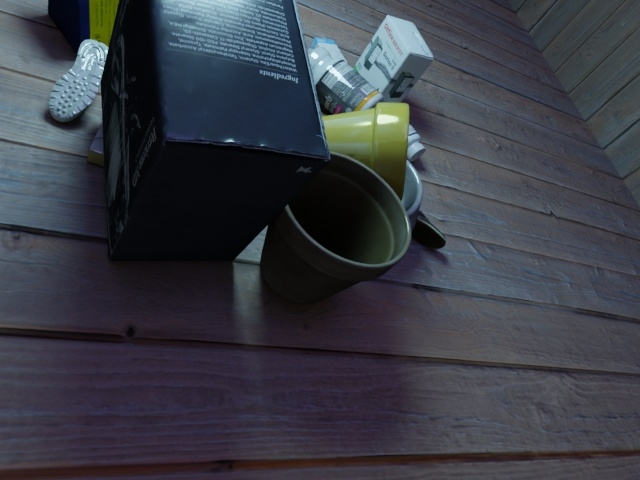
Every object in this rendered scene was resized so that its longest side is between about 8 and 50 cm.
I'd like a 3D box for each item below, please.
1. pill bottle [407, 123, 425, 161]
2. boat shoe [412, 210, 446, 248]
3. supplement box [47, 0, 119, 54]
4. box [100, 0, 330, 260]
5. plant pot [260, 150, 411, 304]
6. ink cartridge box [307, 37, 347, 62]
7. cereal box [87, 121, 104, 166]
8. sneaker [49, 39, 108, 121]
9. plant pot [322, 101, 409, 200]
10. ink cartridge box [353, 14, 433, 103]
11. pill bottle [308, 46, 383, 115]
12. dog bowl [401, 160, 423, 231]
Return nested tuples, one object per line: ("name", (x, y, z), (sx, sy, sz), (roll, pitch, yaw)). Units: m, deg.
("pill bottle", (0.295, -0.365, 1.812), (0.094, 0.094, 0.169), (-19, 67, -42))
("boat shoe", (0.295, -0.060, 1.573), (0.224, 0.080, 0.073), (32, 49, -1))
("supplement box", (-0.533, -0.666, 1.406), (0.357, 0.194, 0.195), (-27, 73, -35))
("box", (-0.251, -0.256, 1.029), (0.298, 0.480, 0.471), (0, 67, -32))
("plant pot", (0.000, 0.000, 1.185), (0.323, 0.280, 0.323), (17, 48, -20))
("ink cartridge box", (0.023, -0.656, 1.873), (0.090, 0.092, 0.143), (-7, 59, -36))
("cereal box", (-0.452, -0.259, 1.266), (0.173, 0.047, 0.240), (19, 47, -21))
("sneaker", (-0.586, -0.378, 1.257), (0.090, 0.095, 0.235), (27, 64, -18))
("plant pot", (0.099, -0.229, 1.321), (0.239, 0.254, 0.254), (3, 48, 6))
("ink cartridge box", (0.244, -0.624, 1.849), (0.122, 0.289, 0.211), (0, 55, -34))
("pill bottle", (0.066, -0.515, 1.738), (0.278, 0.162, 0.162), (43, 44, 6))
("dog bowl", (0.135, -0.149, 1.475), (0.349, 0.102, 0.348), (8, 53, -11))
